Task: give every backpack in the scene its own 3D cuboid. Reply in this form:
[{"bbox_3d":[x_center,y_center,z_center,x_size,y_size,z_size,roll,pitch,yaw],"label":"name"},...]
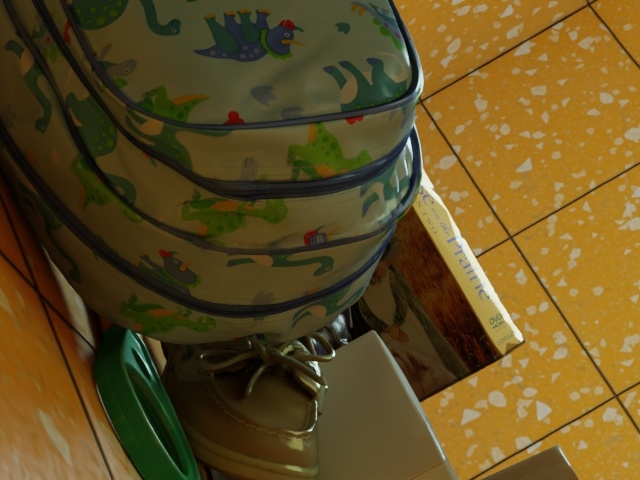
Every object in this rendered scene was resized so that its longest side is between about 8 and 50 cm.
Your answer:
[{"bbox_3d":[-0.081,-0.105,0.974,0.273,0.290,0.356,-44,-125,54],"label":"backpack"}]

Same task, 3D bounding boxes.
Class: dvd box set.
[{"bbox_3d":[0.000,0.000,1.738,0.062,0.307,0.420,-24,83,-52],"label":"dvd box set"}]

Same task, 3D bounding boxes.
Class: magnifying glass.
[{"bbox_3d":[-0.115,0.073,0.962,0.092,0.026,0.231,59,0,-34],"label":"magnifying glass"}]

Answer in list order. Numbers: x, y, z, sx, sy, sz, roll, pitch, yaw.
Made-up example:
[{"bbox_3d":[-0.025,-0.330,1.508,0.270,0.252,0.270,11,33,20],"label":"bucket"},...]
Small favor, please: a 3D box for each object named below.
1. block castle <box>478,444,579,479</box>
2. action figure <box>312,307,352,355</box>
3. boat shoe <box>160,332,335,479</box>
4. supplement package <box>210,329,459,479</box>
[{"bbox_3d":[0.221,0.437,1.496,0.303,0.212,0.453,61,4,-77],"label":"block castle"},{"bbox_3d":[-0.025,0.107,1.489,0.285,0.099,0.185,-4,83,-78],"label":"action figure"},{"bbox_3d":[-0.053,0.072,1.050,0.104,0.089,0.285,17,16,-20],"label":"boat shoe"},{"bbox_3d":[0.039,0.211,1.088,0.203,0.149,0.194,61,1,-26],"label":"supplement package"}]
